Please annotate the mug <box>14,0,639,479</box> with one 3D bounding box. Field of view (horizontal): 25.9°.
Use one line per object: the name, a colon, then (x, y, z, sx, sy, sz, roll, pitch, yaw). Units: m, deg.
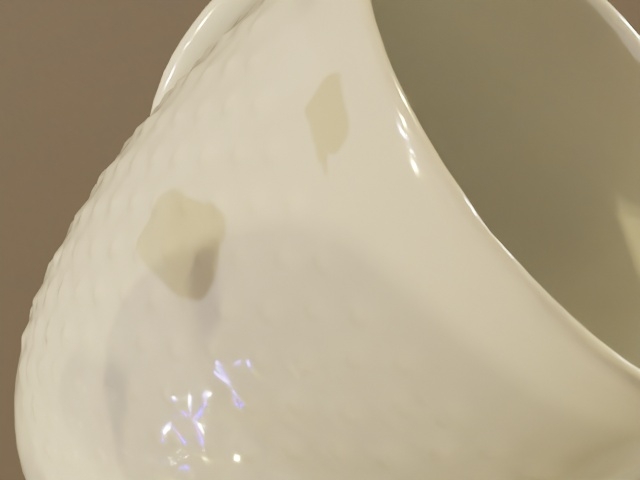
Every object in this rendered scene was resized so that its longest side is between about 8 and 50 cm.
mug: (0.000, 0.000, 0.711, 0.276, 0.374, 0.328, 20, -46, -39)
